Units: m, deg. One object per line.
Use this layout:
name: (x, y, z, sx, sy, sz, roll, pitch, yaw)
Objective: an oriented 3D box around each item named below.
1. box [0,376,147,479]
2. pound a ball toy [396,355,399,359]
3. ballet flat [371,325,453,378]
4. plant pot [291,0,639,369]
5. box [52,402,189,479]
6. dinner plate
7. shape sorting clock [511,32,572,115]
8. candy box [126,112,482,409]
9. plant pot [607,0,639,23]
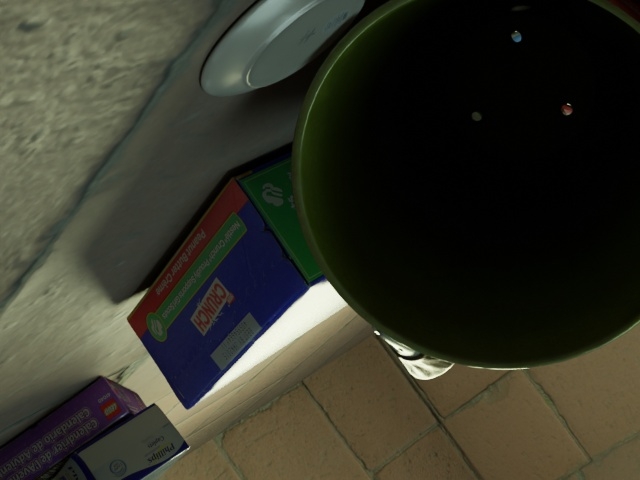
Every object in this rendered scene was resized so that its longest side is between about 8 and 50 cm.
box: (-0.323, 0.266, 1.478, 0.201, 0.057, 0.293, -36, 171, -7)
pound a ball toy: (0.185, -0.016, 1.473, 0.319, 0.208, 0.136, -40, 170, 19)
ballet flat: (0.121, 0.048, 1.142, 0.124, 0.116, 0.342, -9, 157, -30)
plant pot: (0.143, -0.088, 0.890, 0.275, 0.275, 0.293, -40, -172, 22)
box: (-0.247, 0.275, 1.388, 0.126, 0.072, 0.137, -30, 169, -40)
dinner plate: (-0.013, -0.131, 0.720, 0.141, 0.017, 0.141, -37, 173, -6)
shape sorting clock: (0.243, -0.140, 1.193, 0.206, 0.206, 0.040, -40, -147, 21)
candy box: (0.000, 0.000, 1.117, 0.317, 0.122, 0.268, -31, 170, -42)
plant pot: (0.395, -0.176, 1.038, 0.267, 0.267, 0.236, -34, 151, -13)
